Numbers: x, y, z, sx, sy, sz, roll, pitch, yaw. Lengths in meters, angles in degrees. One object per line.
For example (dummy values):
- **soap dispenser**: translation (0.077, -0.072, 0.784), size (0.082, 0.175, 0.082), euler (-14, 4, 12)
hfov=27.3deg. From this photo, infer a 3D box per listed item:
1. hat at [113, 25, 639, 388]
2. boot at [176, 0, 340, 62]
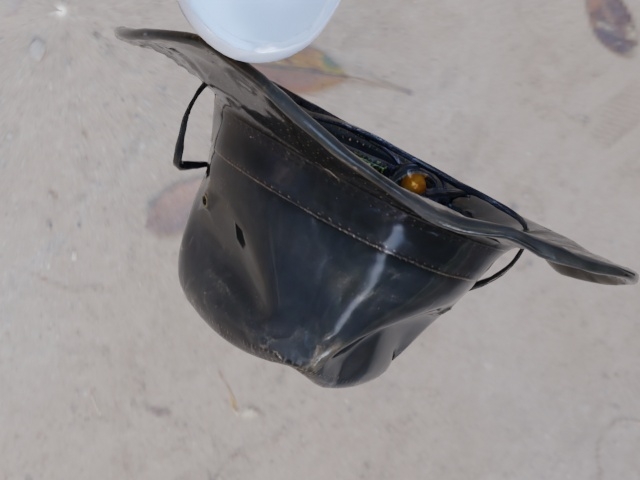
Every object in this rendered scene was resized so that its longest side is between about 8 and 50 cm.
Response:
- **hat**: translation (0.000, 0.000, 0.713), size (0.331, 0.331, 0.134), euler (28, 95, -14)
- **boot**: translation (-0.047, -0.193, 0.603), size (0.095, 0.123, 0.258), euler (-6, 81, -12)
